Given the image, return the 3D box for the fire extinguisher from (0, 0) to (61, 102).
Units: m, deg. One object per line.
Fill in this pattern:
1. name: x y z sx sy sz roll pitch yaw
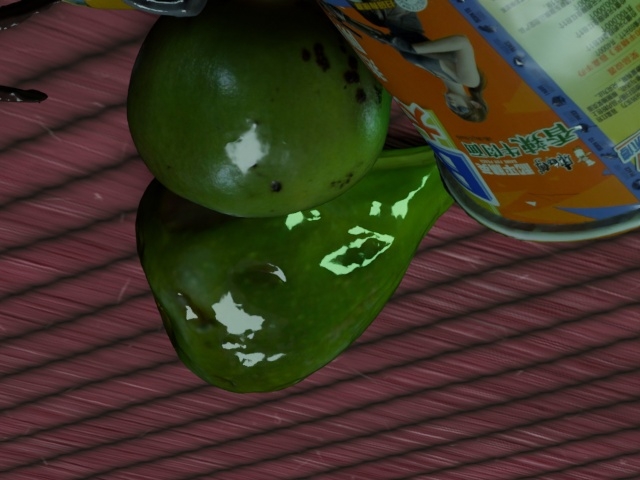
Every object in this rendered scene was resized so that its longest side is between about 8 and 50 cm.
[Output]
1. fire extinguisher: -0.214 -0.217 0.885 0.147 0.106 0.337 -11 115 -5

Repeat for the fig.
1. fig: 0.000 0.000 1.377 0.275 0.206 0.206 -20 151 -7

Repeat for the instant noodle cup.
1. instant noodle cup: 0.118 -0.171 0.959 0.296 0.296 0.214 -21 136 34

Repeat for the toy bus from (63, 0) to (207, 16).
1. toy bus: -0.143 -0.225 1.016 0.136 0.126 0.209 0 152 20

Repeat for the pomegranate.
1. pomegranate: -0.038 -0.120 1.168 0.180 0.180 0.209 3 121 -2
